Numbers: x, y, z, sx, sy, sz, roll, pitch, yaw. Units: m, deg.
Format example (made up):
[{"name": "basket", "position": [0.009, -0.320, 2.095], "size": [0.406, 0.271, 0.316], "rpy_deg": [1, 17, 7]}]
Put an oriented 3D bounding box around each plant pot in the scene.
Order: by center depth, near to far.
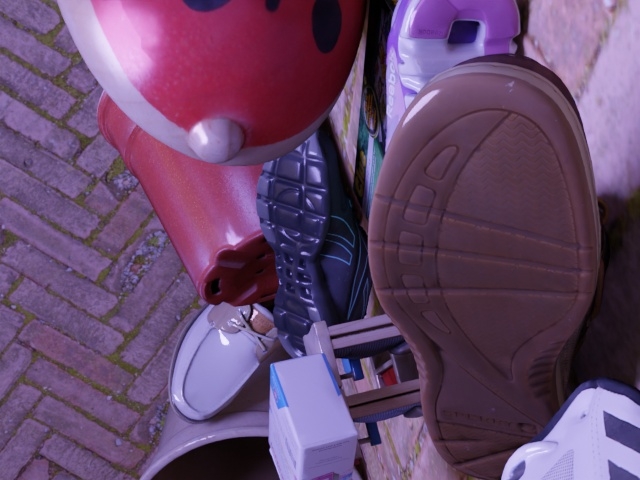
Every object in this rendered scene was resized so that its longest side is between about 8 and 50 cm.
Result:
[{"name": "plant pot", "position": [-0.100, -0.080, 1.184], "size": [0.272, 0.272, 0.265], "rpy_deg": [104, 145, -61]}, {"name": "plant pot", "position": [-0.113, 0.304, 1.475], "size": [0.305, 0.334, 0.333], "rpy_deg": [-100, 6, -56]}]

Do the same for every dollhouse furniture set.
[{"name": "dollhouse furniture set", "position": [0.055, 0.148, 0.946], "size": [0.183, 0.129, 0.129], "rpy_deg": [121, 136, -70]}]

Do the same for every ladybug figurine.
[{"name": "ladybug figurine", "position": [-0.078, -0.273, 0.853], "size": [0.162, 0.305, 0.449], "rpy_deg": [-37, 51, 48]}]

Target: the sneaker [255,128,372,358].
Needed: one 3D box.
[{"name": "sneaker", "position": [0.000, 0.000, 1.035], "size": [0.101, 0.106, 0.267], "rpy_deg": [21, 124, 38]}]

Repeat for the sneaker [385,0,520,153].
[{"name": "sneaker", "position": [0.086, -0.095, 0.723], "size": [0.104, 0.095, 0.236], "rpy_deg": [-108, 18, -56]}]

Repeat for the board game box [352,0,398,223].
[{"name": "board game box", "position": [0.070, -0.099, 0.908], "size": [0.259, 0.030, 0.136], "rpy_deg": [93, 159, -47]}]

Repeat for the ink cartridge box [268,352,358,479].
[{"name": "ink cartridge box", "position": [-0.009, 0.170, 0.838], "size": [0.122, 0.052, 0.088], "rpy_deg": [96, 157, -46]}]

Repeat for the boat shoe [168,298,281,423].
[{"name": "boat shoe", "position": [-0.098, 0.106, 1.302], "size": [0.103, 0.113, 0.302], "rpy_deg": [-20, 36, 61]}]

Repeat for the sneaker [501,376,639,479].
[{"name": "sneaker", "position": [0.073, 0.217, 0.539], "size": [0.447, 0.257, 0.169], "rpy_deg": [-12, 122, 42]}]

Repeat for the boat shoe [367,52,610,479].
[{"name": "boat shoe", "position": [0.114, 0.015, 0.584], "size": [0.342, 0.123, 0.123], "rpy_deg": [73, -147, -44]}]
